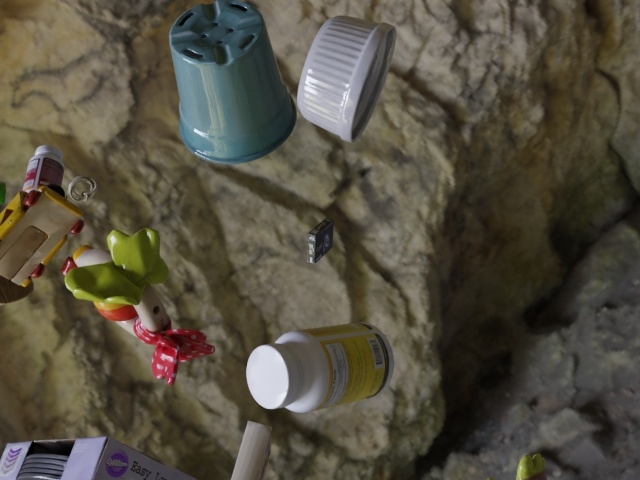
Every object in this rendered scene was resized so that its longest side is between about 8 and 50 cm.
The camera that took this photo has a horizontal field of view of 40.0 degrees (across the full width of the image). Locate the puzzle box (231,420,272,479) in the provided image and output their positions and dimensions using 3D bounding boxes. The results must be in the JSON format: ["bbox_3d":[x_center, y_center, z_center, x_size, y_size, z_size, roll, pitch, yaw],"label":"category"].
[{"bbox_3d":[-0.160,0.536,1.825,0.409,0.052,0.272,99,-175,-71],"label":"puzzle box"}]

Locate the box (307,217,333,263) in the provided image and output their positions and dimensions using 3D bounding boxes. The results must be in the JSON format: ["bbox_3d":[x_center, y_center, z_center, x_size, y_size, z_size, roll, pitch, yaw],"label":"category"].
[{"bbox_3d":[0.000,0.000,1.783,0.083,0.018,0.067,-41,-40,-54],"label":"box"}]

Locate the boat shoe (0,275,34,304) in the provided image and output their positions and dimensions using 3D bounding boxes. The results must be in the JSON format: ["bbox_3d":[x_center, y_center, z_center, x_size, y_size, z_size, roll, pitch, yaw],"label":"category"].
[{"bbox_3d":[-0.668,0.106,1.780,0.170,0.063,0.059,-12,-1,-17],"label":"boat shoe"}]

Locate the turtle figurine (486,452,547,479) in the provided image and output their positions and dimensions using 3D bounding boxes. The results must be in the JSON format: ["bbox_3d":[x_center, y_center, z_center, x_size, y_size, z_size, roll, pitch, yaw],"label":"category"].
[{"bbox_3d":[0.257,0.286,0.817,0.269,0.087,0.217,-30,34,-22],"label":"turtle figurine"}]

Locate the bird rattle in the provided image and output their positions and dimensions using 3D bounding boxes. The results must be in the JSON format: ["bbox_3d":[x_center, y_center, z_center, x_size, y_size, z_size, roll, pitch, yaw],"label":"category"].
[{"bbox_3d":[-0.272,0.088,1.309,0.207,0.253,0.143,20,61,43],"label":"bird rattle"}]

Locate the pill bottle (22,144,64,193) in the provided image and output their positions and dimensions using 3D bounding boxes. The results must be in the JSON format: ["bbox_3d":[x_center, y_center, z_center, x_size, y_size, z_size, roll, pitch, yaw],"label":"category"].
[{"bbox_3d":[-0.663,-0.151,2.113,0.086,0.086,0.152,-45,36,46],"label":"pill bottle"}]

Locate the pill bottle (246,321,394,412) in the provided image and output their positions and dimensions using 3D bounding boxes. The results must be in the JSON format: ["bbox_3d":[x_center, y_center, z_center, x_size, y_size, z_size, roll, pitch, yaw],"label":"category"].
[{"bbox_3d":[-0.001,0.296,2.042,0.334,0.188,0.188,-1,-33,-45],"label":"pill bottle"}]

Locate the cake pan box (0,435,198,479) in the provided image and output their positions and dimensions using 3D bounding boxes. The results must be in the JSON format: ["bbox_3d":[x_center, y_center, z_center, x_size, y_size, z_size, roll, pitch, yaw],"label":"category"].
[{"bbox_3d":[-0.276,0.342,1.194,0.245,0.267,0.070,-14,49,38],"label":"cake pan box"}]

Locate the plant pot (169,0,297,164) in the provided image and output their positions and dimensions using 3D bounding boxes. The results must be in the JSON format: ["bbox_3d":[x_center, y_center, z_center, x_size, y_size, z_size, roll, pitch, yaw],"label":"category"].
[{"bbox_3d":[-0.249,-0.443,2.382,0.341,0.341,0.334,-42,-29,-23],"label":"plant pot"}]

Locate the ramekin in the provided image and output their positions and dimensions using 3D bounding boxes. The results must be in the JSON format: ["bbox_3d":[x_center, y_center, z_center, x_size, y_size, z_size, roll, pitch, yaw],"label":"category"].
[{"bbox_3d":[0.041,-0.278,1.483,0.207,0.109,0.207,21,-90,-81],"label":"ramekin"}]

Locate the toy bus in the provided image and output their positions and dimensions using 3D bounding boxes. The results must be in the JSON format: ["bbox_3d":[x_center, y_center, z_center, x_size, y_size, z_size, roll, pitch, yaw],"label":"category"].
[{"bbox_3d":[-0.459,-0.030,1.409,0.202,0.104,0.191,-9,-57,-18],"label":"toy bus"}]
